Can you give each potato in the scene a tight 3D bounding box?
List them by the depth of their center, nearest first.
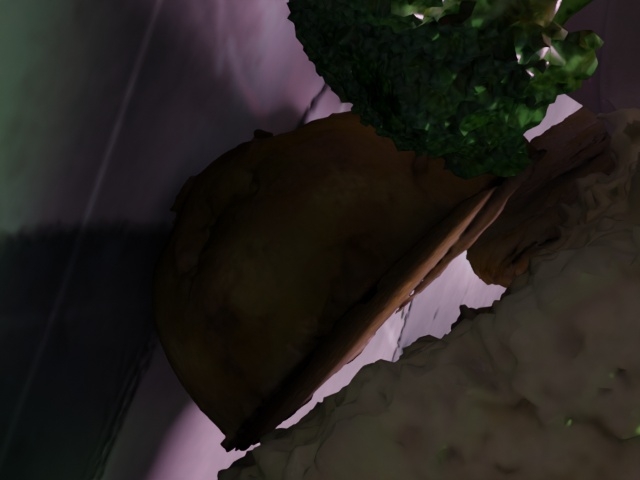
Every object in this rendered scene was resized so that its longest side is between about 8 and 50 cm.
[{"bbox_3d":[0.000,0.000,0.569,0.164,0.081,0.200,-48,170,15],"label":"potato"}]

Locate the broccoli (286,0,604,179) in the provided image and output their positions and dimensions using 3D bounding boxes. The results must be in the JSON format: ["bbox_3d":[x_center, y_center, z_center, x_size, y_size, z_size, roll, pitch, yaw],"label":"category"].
[{"bbox_3d":[0.076,-0.155,0.338,0.269,0.269,0.254,59,39,-65],"label":"broccoli"}]

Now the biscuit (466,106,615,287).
[{"bbox_3d":[0.175,-0.041,0.824,0.033,0.220,0.220,57,47,-21],"label":"biscuit"}]

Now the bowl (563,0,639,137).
[{"bbox_3d":[0.161,-0.187,0.697,0.287,0.143,0.287,-53,155,-38],"label":"bowl"}]

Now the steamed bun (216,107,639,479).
[{"bbox_3d":[0.114,0.076,0.501,0.272,0.273,0.290,-29,175,16],"label":"steamed bun"}]
